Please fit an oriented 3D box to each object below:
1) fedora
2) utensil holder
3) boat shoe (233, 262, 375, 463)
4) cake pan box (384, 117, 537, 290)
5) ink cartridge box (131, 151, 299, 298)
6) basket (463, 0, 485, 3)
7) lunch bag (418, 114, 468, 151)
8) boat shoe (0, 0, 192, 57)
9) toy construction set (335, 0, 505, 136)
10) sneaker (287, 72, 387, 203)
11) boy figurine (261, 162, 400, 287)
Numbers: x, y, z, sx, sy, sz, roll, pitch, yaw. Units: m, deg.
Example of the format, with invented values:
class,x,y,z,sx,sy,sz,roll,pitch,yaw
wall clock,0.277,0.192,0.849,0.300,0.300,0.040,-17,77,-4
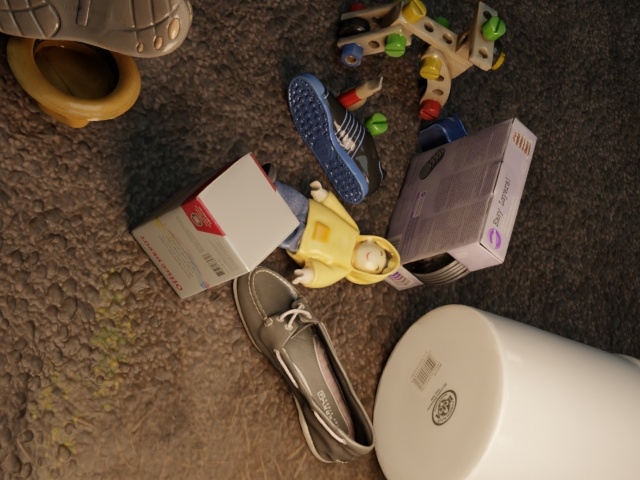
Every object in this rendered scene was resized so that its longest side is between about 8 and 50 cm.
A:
class,x,y,z,sx,sy,sz,roll,pitch,yaw
fedora,-0.340,-0.218,1.522,0.194,0.079,0.194,15,47,-16
utensil holder,0.323,0.296,1.760,0.385,0.327,0.328,20,65,-32
boat shoe,-0.014,0.176,1.670,0.112,0.095,0.335,-30,96,-41
cake pan box,0.219,-0.054,1.833,0.070,0.245,0.267,35,56,-25
ink cartridge box,-0.150,-0.018,1.569,0.128,0.176,0.127,55,48,-13
basket,0.366,-0.577,2.128,0.154,0.226,0.204,46,52,-19
lunch bag,0.230,-0.170,1.995,0.065,0.067,0.098,-32,98,-40
boat shoe,-0.341,-0.328,1.495,0.355,0.130,0.132,19,105,0
toy construction set,0.166,-0.316,1.877,0.257,0.237,0.309,53,51,-14
sneaker,0.030,-0.177,1.833,0.090,0.081,0.232,-40,109,-42
boy figurine,0.000,0.000,1.742,0.285,0.092,0.177,32,56,-24
